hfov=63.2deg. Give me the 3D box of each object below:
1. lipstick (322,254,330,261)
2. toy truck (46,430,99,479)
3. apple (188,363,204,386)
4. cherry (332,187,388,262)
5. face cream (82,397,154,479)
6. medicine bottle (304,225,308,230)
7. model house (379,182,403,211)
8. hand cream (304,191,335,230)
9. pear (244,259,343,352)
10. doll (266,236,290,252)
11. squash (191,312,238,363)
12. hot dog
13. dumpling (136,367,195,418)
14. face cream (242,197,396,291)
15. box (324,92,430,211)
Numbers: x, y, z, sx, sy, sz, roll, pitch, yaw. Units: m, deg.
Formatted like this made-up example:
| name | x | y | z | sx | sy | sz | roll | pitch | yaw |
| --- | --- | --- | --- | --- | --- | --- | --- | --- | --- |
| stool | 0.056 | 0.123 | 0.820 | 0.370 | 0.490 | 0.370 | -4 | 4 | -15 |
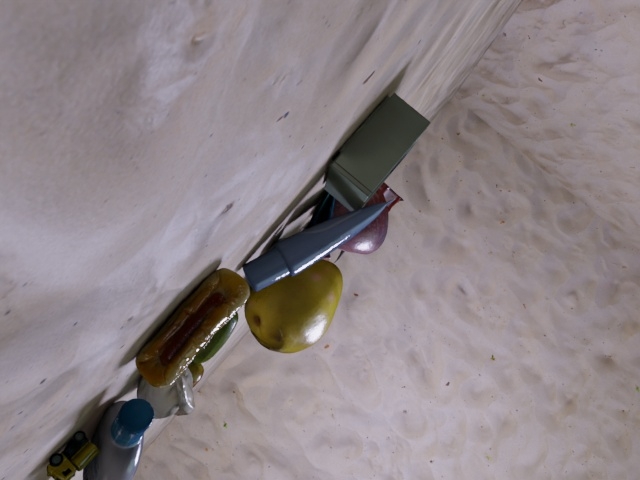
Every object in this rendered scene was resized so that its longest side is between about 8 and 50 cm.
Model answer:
| name | x | y | z | sx | sy | sz | roll | pitch | yaw |
| --- | --- | --- | --- | --- | --- | --- | --- | --- | --- |
| lipstick | -0.044 | 0.046 | 1.670 | 0.045 | 0.145 | 0.045 | 124 | -37 | -54 |
| toy truck | -0.450 | 0.395 | 0.938 | 0.083 | 0.054 | 0.049 | -46 | 175 | -42 |
| apple | -0.394 | 0.401 | 1.565 | 0.090 | 0.074 | 0.089 | -49 | 179 | -1 |
| cherry | 0.107 | -0.058 | 1.626 | 0.236 | 0.212 | 0.286 | 36 | 75 | -77 |
| face cream | -0.402 | 0.406 | 1.028 | 0.337 | 0.080 | 0.163 | -52 | -140 | 40 |
| medicine bottle | 0.023 | -0.034 | 1.811 | 0.124 | 0.124 | 0.239 | -51 | 175 | 30 |
| model house | 0.198 | -0.142 | 2.227 | 0.254 | 0.196 | 0.160 | -49 | 179 | 7 |
| hand cream | 0.001 | -0.060 | 1.411 | 0.120 | 0.061 | 0.271 | -53 | -168 | 39 |
| pear | -0.063 | 0.184 | 1.549 | 0.336 | 0.285 | 0.285 | -17 | 164 | -21 |
| doll | -0.108 | 0.044 | 1.356 | 0.103 | 0.072 | 0.214 | -39 | 174 | -25 |
| squash | -0.304 | 0.282 | 1.470 | 0.252 | 0.066 | 0.066 | -51 | 176 | 26 |
| hot dog | -0.224 | 0.151 | 0.913 | 0.242 | 0.084 | 0.073 | -47 | 177 | -11 |
| dumpling | -0.326 | 0.322 | 1.116 | 0.118 | 0.136 | 0.199 | -38 | 160 | -35 |
| face cream | 0.000 | 0.000 | 1.224 | 0.385 | 0.087 | 0.135 | -28 | 176 | -14 |
| box | 0.124 | -0.201 | 1.251 | 0.225 | 0.117 | 0.225 | -50 | 177 | -9 |
